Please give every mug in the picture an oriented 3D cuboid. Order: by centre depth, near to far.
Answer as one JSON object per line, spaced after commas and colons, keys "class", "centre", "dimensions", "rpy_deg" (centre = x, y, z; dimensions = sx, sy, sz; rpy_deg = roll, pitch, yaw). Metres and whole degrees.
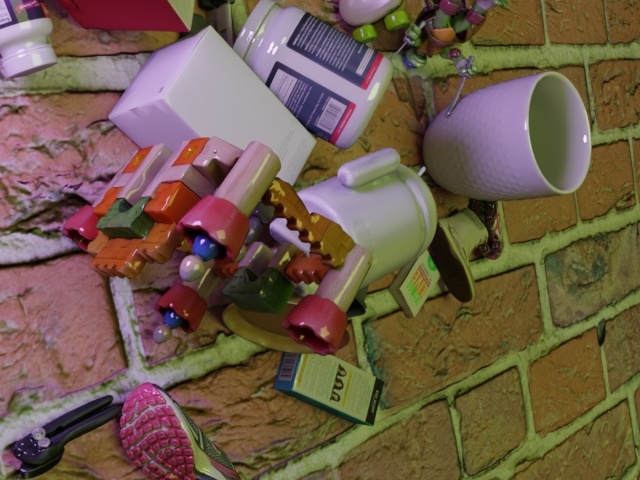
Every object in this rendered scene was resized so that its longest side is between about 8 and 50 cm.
{"class": "mug", "centre": [0.450, -0.224, 1.924], "dimensions": [0.374, 0.328, 0.276], "rpy_deg": [2, 84, -44]}

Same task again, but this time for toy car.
{"class": "toy car", "centre": [0.134, -0.530, 1.821], "dimensions": [0.188, 0.149, 0.155], "rpy_deg": [-20, 92, -68]}

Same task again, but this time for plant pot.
{"class": "plant pot", "centre": [-0.060, 0.147, 1.473], "dimensions": [0.236, 0.236, 0.032], "rpy_deg": [33, 54, -36]}

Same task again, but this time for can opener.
{"class": "can opener", "centre": [-0.396, 0.295, 1.270], "dimensions": [0.059, 0.073, 0.186], "rpy_deg": [42, 45, 14]}
{"class": "can opener", "centre": [-0.210, -0.461, 1.500], "dimensions": [0.095, 0.076, 0.283], "rpy_deg": [-3, 86, -44]}

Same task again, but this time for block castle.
{"class": "block castle", "centre": [-0.176, 0.031, 1.215], "dimensions": [0.303, 0.453, 0.213], "rpy_deg": [46, 63, -30]}

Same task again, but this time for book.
{"class": "book", "centre": [0.222, 0.097, 1.884], "dimensions": [0.144, 0.035, 0.096], "rpy_deg": [-53, 124, -35]}

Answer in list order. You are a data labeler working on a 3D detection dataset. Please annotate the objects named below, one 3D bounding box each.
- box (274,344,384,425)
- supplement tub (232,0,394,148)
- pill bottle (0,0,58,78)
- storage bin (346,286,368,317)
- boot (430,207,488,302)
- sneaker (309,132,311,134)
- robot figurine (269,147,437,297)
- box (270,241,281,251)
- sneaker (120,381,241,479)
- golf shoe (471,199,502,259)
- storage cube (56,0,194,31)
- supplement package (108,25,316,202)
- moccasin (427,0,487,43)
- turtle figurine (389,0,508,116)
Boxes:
{"class": "box", "centre": [0.022, 0.294, 1.651], "dimensions": [0.244, 0.060, 0.101], "rpy_deg": [32, 64, -37]}
{"class": "supplement tub", "centre": [-0.020, -0.308, 1.491], "dimensions": [0.272, 0.191, 0.191], "rpy_deg": [29, 63, -4]}
{"class": "pill bottle", "centre": [-0.470, -0.349, 1.219], "dimensions": [0.108, 0.108, 0.193], "rpy_deg": [-30, 107, -41]}
{"class": "storage bin", "centre": [0.032, 0.095, 1.642], "dimensions": [0.098, 0.135, 0.091], "rpy_deg": [50, 44, -28]}
{"class": "boot", "centre": [0.354, 0.032, 1.969], "dimensions": [0.165, 0.077, 0.213], "rpy_deg": [-21, 86, -44]}
{"class": "sneaker", "centre": [-0.039, -0.327, 1.640], "dimensions": [0.111, 0.103, 0.252], "rpy_deg": [21, 66, -36]}
{"class": "robot figurine", "centre": [0.069, -0.023, 1.451], "dimensions": [0.353, 0.200, 0.300], "rpy_deg": [-26, 142, -37]}
{"class": "box", "centre": [0.000, 0.000, 1.612], "dimensions": [0.091, 0.130, 0.170], "rpy_deg": [54, 53, -23]}
{"class": "sneaker", "centre": [-0.235, 0.361, 1.378], "dimensions": [0.112, 0.120, 0.299], "rpy_deg": [-75, 142, -61]}
{"class": "golf shoe", "centre": [0.428, -0.042, 2.077], "dimensions": [0.086, 0.067, 0.186], "rpy_deg": [8, 77, -72]}
{"class": "storage cube", "centre": [-0.311, -0.453, 1.273], "dimensions": [0.215, 0.193, 0.184], "rpy_deg": [54, 42, -72]}
{"class": "supplement package", "centre": [-0.184, -0.197, 1.426], "dimensions": [0.293, 0.177, 0.175], "rpy_deg": [45, 58, -32]}
{"class": "moccasin", "centre": [0.280, -0.654, 1.953], "dimensions": [0.147, 0.139, 0.380], "rpy_deg": [-59, 133, -41]}
{"class": "turtle figurine", "centre": [0.289, -0.442, 1.812], "dimensions": [0.198, 0.266, 0.275], "rpy_deg": [36, 40, -5]}
